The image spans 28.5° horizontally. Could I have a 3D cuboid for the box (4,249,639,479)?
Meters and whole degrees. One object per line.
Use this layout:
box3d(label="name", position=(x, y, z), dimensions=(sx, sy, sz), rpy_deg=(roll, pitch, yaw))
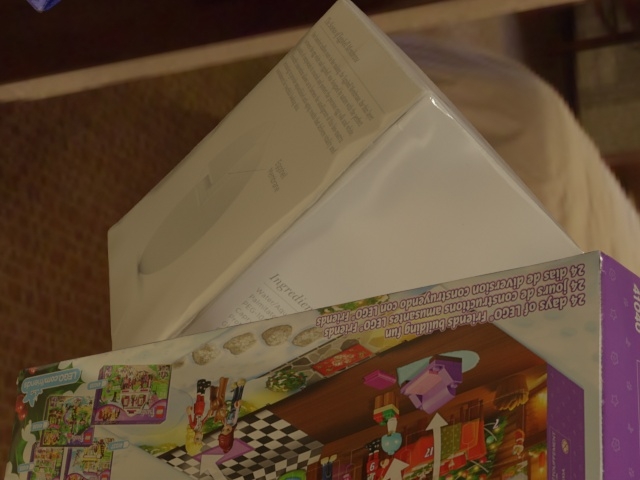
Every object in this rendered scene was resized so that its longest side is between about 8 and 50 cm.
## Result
box3d(label="box", position=(-0.015, 0.130, 0.460), dimensions=(0.057, 0.293, 0.200), rpy_deg=(28, 58, -44))

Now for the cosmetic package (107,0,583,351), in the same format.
box3d(label="cosmetic package", position=(0.000, 0.000, 0.748), dimensions=(0.138, 0.225, 0.224), rpy_deg=(41, 11, -23))

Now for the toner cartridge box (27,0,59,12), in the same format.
box3d(label="toner cartridge box", position=(0.011, -0.191, 0.264), dimensions=(0.075, 0.348, 0.165), rpy_deg=(46, 60, -5))
